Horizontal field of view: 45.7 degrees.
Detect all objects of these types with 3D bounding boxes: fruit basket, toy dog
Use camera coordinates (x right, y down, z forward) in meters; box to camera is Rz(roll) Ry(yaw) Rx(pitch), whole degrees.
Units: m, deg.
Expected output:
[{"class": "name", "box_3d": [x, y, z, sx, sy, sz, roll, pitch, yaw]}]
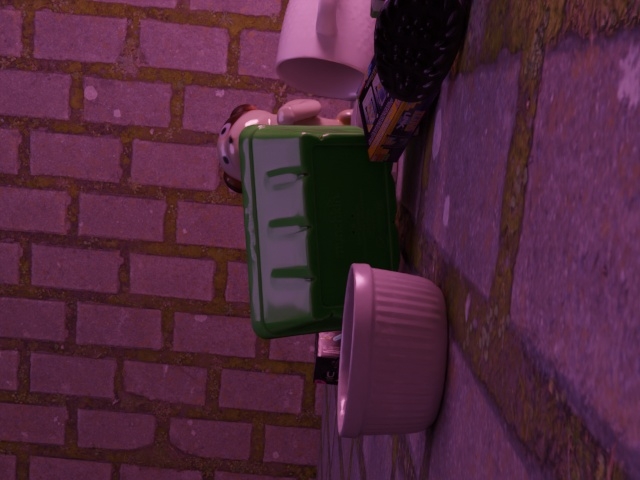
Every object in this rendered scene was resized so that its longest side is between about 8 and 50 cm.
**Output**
[{"class": "fruit basket", "box_3d": [-0.009, -0.020, 1.343, 0.392, 0.283, 0.392, 15, 107, 63]}, {"class": "toy dog", "box_3d": [-0.058, -0.236, 1.936, 0.395, 0.408, 0.284, -95, 10, -81]}]

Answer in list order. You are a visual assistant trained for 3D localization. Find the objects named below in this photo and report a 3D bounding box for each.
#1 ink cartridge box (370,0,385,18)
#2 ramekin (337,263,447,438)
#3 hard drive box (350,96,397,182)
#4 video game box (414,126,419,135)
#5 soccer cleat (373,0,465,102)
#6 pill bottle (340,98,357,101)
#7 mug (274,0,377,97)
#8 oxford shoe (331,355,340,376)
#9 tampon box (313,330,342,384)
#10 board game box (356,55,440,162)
[{"class": "ink cartridge box", "box_3d": [0.133, -0.444, 1.168, 0.219, 0.093, 0.160, -108, 22, -86]}, {"class": "ramekin", "box_3d": [0.083, 0.133, 0.905, 0.207, 0.109, 0.207, -176, 90, -89]}, {"class": "hard drive box", "box_3d": [0.106, -0.192, 1.571, 0.232, 0.089, 0.181, 109, 165, -87]}, {"class": "video game box", "box_3d": [0.139, -0.265, 1.280, 0.205, 0.048, 0.187, -103, 15, -84]}, {"class": "soccer cleat", "box_3d": [0.135, -0.323, 0.907, 0.116, 0.109, 0.318, -52, -29, -53]}, {"class": "pill bottle", "box_3d": [0.104, -0.554, 2.393, 0.119, 0.119, 0.208, -88, 3, -65]}, {"class": "mug", "box_3d": [0.035, -0.596, 1.999, 0.374, 0.276, 0.328, 67, -147, -79]}, {"class": "oxford shoe", "box_3d": [0.067, 0.264, 1.486, 0.083, 0.096, 0.227, 123, 150, -84]}, {"class": "tampon box", "box_3d": [0.048, 0.245, 1.765, 0.161, 0.121, 0.101, -86, 2, -48]}, {"class": "board game box", "box_3d": [0.111, -0.221, 1.124, 0.170, 0.048, 0.141, 119, 147, -55]}]
